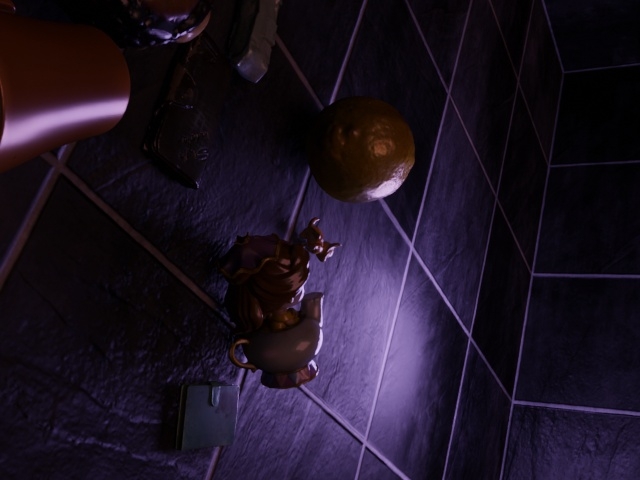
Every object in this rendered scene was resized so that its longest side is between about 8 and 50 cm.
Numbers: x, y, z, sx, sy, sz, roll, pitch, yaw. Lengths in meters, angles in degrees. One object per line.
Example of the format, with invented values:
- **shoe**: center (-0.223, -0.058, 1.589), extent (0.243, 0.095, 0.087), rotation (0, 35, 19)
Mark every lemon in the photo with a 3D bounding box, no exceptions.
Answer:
- **lemon**: center (0.074, -0.170, 1.488), extent (0.260, 0.204, 0.204), rotation (3, 87, -58)

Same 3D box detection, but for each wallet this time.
- **wallet**: center (-0.192, -0.202, 1.192), extent (0.122, 0.031, 0.232), rotation (46, 51, -52)

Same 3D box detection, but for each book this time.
- **book**: center (-0.174, 0.271, 1.229), extent (0.135, 0.017, 0.103), rotation (18, 74, -59)

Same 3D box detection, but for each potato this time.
- **potato**: center (-0.198, -0.330, 1.155), extent (0.083, 0.062, 0.068), rotation (-29, 148, -26)

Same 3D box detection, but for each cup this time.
- **cup**: center (-0.342, -0.178, 0.828), extent (0.226, 0.182, 0.264), rotation (54, 26, 2)

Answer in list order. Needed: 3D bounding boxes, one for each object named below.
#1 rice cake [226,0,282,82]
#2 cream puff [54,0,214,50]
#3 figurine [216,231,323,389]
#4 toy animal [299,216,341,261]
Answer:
- **rice cake**: center (-0.096, -0.425, 1.335), extent (0.066, 0.063, 0.337), rotation (31, 64, -48)
- **cream puff**: center (-0.242, -0.357, 0.973), extent (0.239, 0.164, 0.239), rotation (-11, 103, -58)
- **figurine**: center (-0.077, 0.105, 1.283), extent (0.189, 0.142, 0.264), rotation (-24, 112, -33)
- **toy animal**: center (0.000, 0.000, 1.501), extent (0.083, 0.060, 0.081), rotation (11, 81, -51)
